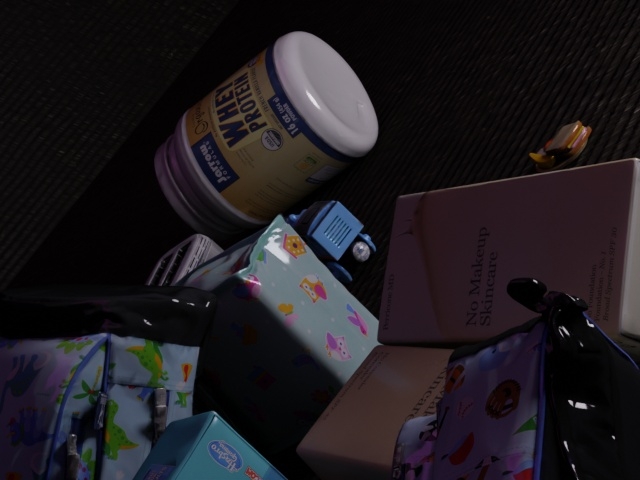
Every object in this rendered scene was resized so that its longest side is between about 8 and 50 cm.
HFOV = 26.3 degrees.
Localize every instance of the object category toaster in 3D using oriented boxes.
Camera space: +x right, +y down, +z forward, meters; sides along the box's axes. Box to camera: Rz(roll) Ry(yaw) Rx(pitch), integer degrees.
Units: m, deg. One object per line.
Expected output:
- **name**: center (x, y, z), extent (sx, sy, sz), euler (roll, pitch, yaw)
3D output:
- **toaster**: center (-0.171, 0.093, 1.962), extent (0.129, 0.146, 0.227), euler (-30, 23, 33)

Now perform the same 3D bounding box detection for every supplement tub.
- **supplement tub**: center (-0.090, -0.160, 2.200), extent (0.316, 0.228, 0.228), euler (-35, 21, 26)

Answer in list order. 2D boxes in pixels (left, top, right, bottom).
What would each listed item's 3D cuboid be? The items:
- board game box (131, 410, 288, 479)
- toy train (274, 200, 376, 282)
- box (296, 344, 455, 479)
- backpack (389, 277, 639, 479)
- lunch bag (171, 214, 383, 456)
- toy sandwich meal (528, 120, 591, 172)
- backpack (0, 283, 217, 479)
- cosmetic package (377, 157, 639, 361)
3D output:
- **board game box**: center (-0.102, 0.352, 1.124), extent (0.079, 0.254, 0.336), euler (-21, 29, 50)
- **toy train**: center (0.000, 0.000, 1.873), extent (0.080, 0.105, 0.184), euler (-50, 20, -17)
- **box**: center (0.126, 0.185, 1.211), extent (0.148, 0.121, 0.311), euler (-51, 20, -22)
- **backpack**: center (0.163, 0.210, 0.903), extent (0.213, 0.276, 0.263), euler (-37, 26, 33)
- **lunch bag**: center (-0.084, 0.131, 1.593), extent (0.262, 0.223, 0.160), euler (-32, 17, 36)
- **toy sandwich meal**: center (0.287, -0.115, 1.647), extent (0.085, 0.029, 0.085), euler (-38, 20, 17)
- **backpack**: center (-0.261, 0.230, 1.426), extent (0.290, 0.356, 0.273), euler (1, 5, 43)
- **cosmetic package**: center (0.200, 0.029, 1.277), extent (0.309, 0.113, 0.160), euler (-9, 69, 51)
